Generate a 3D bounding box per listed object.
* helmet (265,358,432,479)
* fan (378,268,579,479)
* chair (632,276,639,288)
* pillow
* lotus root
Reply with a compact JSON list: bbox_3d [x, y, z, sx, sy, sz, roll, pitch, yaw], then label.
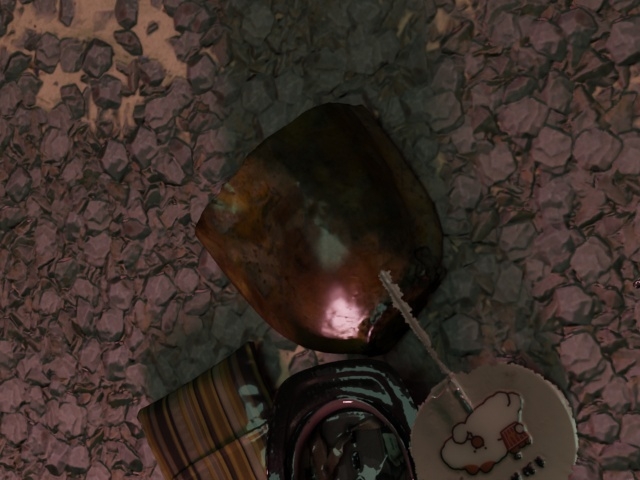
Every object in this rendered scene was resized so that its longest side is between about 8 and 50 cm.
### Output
[{"bbox_3d":[0.043,0.280,1.679,0.198,0.154,0.253,-10,67,5],"label":"helmet"},{"bbox_3d":[0.157,0.171,1.618,0.190,0.009,0.329,-35,86,-4],"label":"fan"},{"bbox_3d":[0.448,0.003,1.438,0.140,0.145,0.221,43,109,24],"label":"chair"},{"bbox_3d":[-0.125,0.266,1.836,0.212,0.052,0.208,-33,69,26],"label":"pillow"},{"bbox_3d":[-0.001,0.017,1.712,0.267,0.149,0.260,-44,68,26],"label":"lotus root"}]
